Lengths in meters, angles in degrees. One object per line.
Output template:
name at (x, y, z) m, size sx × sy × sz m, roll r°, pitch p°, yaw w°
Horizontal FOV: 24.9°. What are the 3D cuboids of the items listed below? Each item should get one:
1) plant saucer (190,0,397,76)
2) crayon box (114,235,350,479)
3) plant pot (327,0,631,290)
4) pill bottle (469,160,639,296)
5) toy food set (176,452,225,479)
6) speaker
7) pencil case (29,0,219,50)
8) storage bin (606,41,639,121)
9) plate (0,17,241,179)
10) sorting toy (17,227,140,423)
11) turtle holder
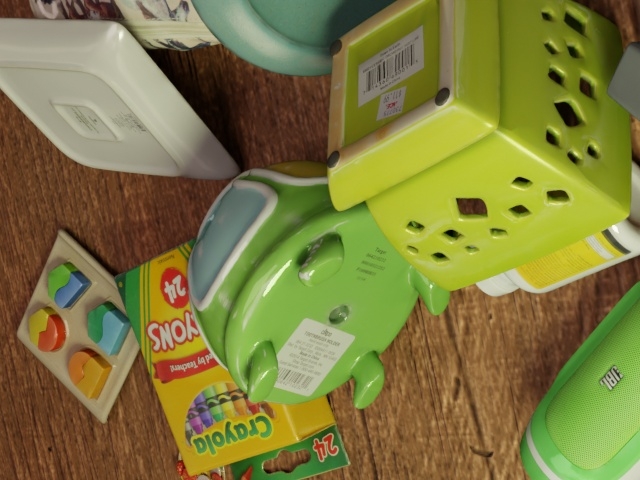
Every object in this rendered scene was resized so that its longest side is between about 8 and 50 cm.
plant saucer at (0.016, -0.304, 1.387) m, size 0.044 × 0.318 × 0.317 m, roll 39°, pitch 125°, yaw 52°
crayon box at (-0.108, 0.153, 1.747) m, size 0.202 × 0.081 × 0.318 m, roll -25°, pitch 86°, yaw 39°
plant pot at (0.134, -0.115, 1.346) m, size 0.228 × 0.207 × 0.227 m, roll -27°, pitch 47°, yaw 40°
pill bottle at (0.232, -0.008, 1.419) m, size 0.184 × 0.103 × 0.103 m, roll -26°, pitch 84°, yaw 39°
toy food set at (-0.153, 0.293, 1.856) m, size 0.082 × 0.020 × 0.083 m, roll 52°, pitch 127°, yaw 16°
speaker at (0.313, 0.129, 1.375) m, size 0.131 × 0.131 × 0.296 m, roll 47°, pitch 125°, yaw 20°
pencil case at (-0.142, -0.276, 1.600) m, size 0.410 × 0.183 × 0.159 m, roll 4°, pitch 130°, yaw 38°
storage bin at (0.326, -0.130, 1.304) m, size 0.091 × 0.135 × 0.098 m, roll 43°, pitch 125°, yaw 36°
plate at (-0.267, -0.156, 1.706) m, size 0.278 × 0.045 × 0.277 m, roll 7°, pitch 150°, yaw 37°
sorting toy at (-0.324, 0.117, 1.938) m, size 0.193 × 0.038 × 0.208 m, roll 40°, pitch 123°, yaw 24°
turtle holder at (-0.017, 0.008, 1.539) m, size 0.227 × 0.243 × 0.320 m, roll 46°, pitch 136°, yaw 41°
